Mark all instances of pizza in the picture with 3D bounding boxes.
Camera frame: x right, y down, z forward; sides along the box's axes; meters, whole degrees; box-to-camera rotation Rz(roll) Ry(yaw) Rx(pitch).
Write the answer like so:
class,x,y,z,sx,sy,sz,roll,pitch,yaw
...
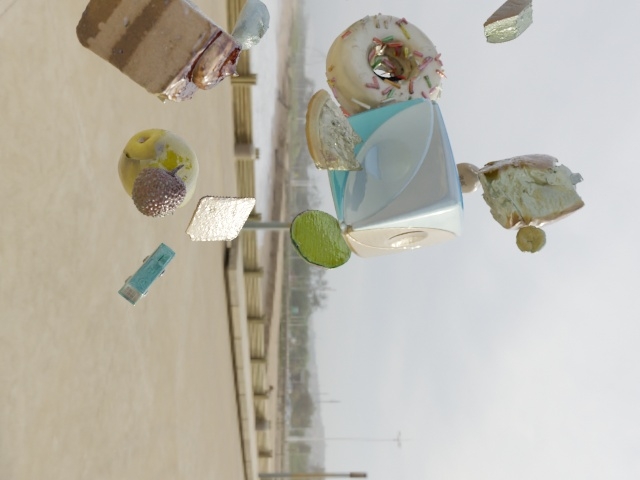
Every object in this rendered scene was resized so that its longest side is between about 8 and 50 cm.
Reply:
class,x,y,z,sx,sy,sz,roll,pitch,yaw
pizza,0.043,-0.237,1.507,0.262,0.034,0.181,32,65,-50

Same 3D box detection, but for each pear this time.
class,x,y,z,sx,sy,sz,roll,pitch,yaw
pear,-0.567,-0.238,2.232,0.336,0.285,0.285,47,28,-37

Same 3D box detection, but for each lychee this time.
class,x,y,z,sx,sy,sz,roll,pitch,yaw
lychee,-0.496,-0.163,1.930,0.197,0.165,0.165,-59,-174,5

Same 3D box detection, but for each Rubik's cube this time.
class,x,y,z,sx,sy,sz,roll,pitch,yaw
Rubik's cube,0.213,-0.166,1.798,0.347,0.352,0.352,52,29,-70

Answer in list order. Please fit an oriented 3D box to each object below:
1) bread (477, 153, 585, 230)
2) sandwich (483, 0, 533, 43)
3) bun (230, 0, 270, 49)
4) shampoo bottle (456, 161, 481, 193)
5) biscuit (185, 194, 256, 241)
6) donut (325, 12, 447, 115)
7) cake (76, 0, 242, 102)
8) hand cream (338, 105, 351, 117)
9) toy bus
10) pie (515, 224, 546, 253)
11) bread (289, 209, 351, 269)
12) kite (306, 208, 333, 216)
class,x,y,z,sx,sy,sz,roll,pitch,yaw
bread,0.633,-0.147,1.862,0.250,0.279,0.225,-69,146,-80
sandwich,0.645,-0.746,2.075,0.258,0.096,0.094,-46,140,-22
bun,-0.180,-0.560,1.623,0.141,0.083,0.141,-54,-160,29
shampoo bottle,0.557,-0.246,2.479,0.256,0.078,0.127,-5,-74,48
biscuit,-0.366,-0.077,2.248,0.237,0.232,0.013,-57,-130,36
donut,0.201,-0.520,1.889,0.142,0.382,0.383,124,-33,-69
cake,-0.301,-0.390,1.237,0.199,0.293,0.196,-51,-176,10
hand cream,0.178,-0.428,2.179,0.149,0.230,0.230,-46,170,-14
toy bus,-0.610,0.115,2.205,0.109,0.091,0.262,-39,-164,39
pie,0.578,-0.003,1.703,0.020,0.084,0.084,13,74,-58
bread,0.000,0.000,2.016,0.033,0.228,0.229,-51,-149,46
kite,0.001,-0.061,2.135,0.137,0.152,0.005,-33,149,-44
